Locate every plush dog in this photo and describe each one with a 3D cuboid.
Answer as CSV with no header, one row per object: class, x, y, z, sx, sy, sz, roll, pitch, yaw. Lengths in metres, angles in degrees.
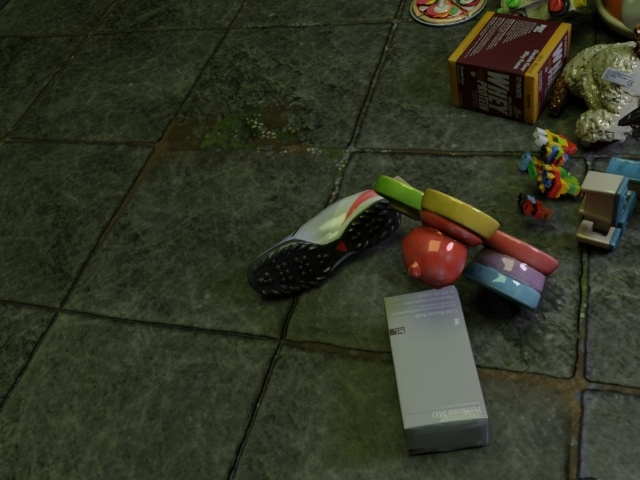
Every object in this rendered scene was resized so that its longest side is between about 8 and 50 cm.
plush dog,0.582,-0.331,1.322,0.263,0.210,0.225,-27,25,-6

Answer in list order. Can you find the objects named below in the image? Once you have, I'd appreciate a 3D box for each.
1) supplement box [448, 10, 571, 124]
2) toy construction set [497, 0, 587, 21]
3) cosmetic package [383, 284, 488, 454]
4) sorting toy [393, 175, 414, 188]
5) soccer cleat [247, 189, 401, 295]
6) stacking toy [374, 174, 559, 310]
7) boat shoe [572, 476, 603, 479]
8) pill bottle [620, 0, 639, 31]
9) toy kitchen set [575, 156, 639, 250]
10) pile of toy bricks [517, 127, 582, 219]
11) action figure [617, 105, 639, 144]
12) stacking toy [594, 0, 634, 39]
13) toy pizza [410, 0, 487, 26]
supplement box,0.412,-0.379,1.431,0.194,0.129,0.191,21,59,31
toy construction set,0.521,-0.604,1.524,0.151,0.214,0.328,-6,-2,-28
cosmetic package,0.176,0.200,1.028,0.127,0.107,0.237,-11,45,4
sorting toy,0.160,-0.097,1.346,0.062,0.012,0.083,-29,45,-15
soccer cleat,0.000,0.000,1.266,0.318,0.108,0.116,-30,28,-7
stacking toy,0.211,0.017,1.087,0.279,0.309,0.130,30,93,55
boat shoe,0.225,0.405,0.832,0.340,0.127,0.113,-40,28,-15
pill bottle,0.766,-0.431,1.269,0.323,0.181,0.181,26,56,-6
toy kitchen set,0.534,-0.094,1.127,0.122,0.166,0.207,18,58,29
pile of toy bricks,0.442,-0.114,1.232,0.105,0.118,0.212,20,36,-3
action figure,0.621,-0.107,1.082,0.099,0.285,0.185,-38,15,36
stacking toy,0.768,-0.684,1.349,0.351,0.479,0.350,-8,49,9
toy pizza,0.336,-0.634,1.737,0.202,0.032,0.201,-8,49,10
